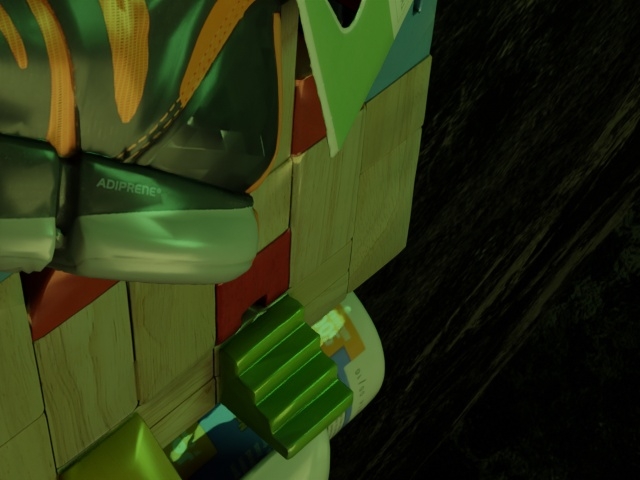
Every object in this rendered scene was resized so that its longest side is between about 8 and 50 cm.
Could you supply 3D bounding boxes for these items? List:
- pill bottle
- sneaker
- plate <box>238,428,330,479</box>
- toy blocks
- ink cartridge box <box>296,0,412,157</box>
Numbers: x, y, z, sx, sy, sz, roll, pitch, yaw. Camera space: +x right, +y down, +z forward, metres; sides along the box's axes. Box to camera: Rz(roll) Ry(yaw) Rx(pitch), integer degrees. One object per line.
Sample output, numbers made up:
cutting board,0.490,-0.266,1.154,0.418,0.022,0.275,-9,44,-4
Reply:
pill bottle,-0.099,0.124,0.987,0.272,0.152,0.152,-39,163,-29
sneaker,-0.144,-0.087,0.413,0.321,0.125,0.180,4,96,-44
plate,-0.085,0.245,0.955,0.277,0.045,0.278,-42,164,-14
toy blocks,-0.080,-0.028,0.665,0.381,0.191,0.261,-38,151,-30
ink cartridge box,0.022,-0.173,0.548,0.235,0.056,0.171,-61,159,-23
